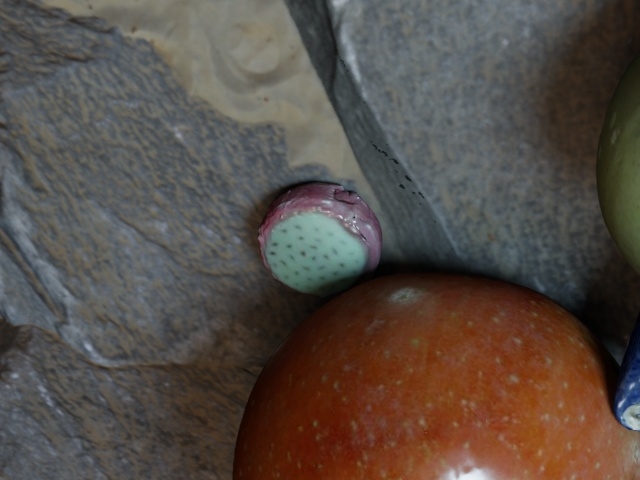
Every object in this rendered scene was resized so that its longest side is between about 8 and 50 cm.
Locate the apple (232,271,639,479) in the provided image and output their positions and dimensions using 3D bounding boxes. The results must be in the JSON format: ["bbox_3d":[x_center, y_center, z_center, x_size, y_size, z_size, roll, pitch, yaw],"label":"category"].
[{"bbox_3d":[0.095,0.193,1.159,0.348,0.277,0.348,6,127,8],"label":"apple"}]

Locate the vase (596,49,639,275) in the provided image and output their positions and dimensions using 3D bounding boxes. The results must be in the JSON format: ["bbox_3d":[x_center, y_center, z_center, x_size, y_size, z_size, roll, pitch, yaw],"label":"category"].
[{"bbox_3d":[0.357,-0.096,0.925,0.329,0.241,0.302,4,120,-24],"label":"vase"}]

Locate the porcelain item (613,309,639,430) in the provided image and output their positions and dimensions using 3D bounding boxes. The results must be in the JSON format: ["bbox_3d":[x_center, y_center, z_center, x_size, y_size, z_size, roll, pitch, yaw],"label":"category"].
[{"bbox_3d":[0.350,0.110,1.083,0.288,0.138,0.186,8,127,-24],"label":"porcelain item"}]

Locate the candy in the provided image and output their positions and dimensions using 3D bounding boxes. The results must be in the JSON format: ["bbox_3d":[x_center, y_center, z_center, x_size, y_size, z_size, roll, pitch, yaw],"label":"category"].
[{"bbox_3d":[0.000,0.000,1.187,0.103,0.043,0.103,6,127,8],"label":"candy"}]
